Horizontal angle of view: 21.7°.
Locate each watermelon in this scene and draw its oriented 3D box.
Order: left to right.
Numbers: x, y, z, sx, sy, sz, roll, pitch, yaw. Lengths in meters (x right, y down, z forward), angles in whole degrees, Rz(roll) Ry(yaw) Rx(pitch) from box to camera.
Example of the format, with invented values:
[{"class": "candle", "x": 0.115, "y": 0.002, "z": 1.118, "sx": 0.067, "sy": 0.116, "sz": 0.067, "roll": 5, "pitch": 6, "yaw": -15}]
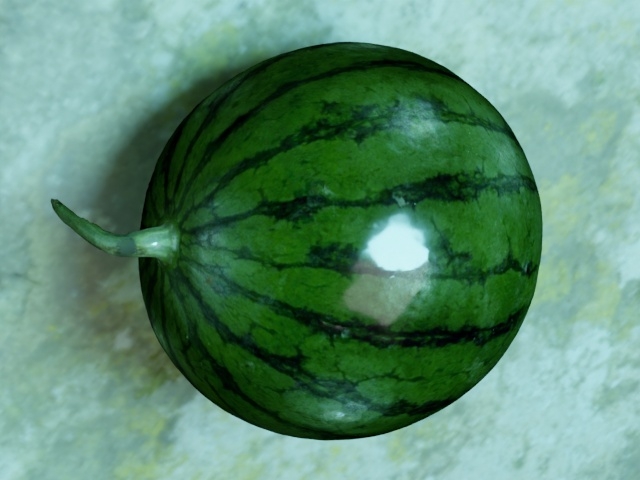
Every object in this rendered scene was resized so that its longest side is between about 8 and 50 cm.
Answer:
[{"class": "watermelon", "x": 0.000, "y": 0.000, "z": 0.779, "sx": 0.214, "sy": 0.188, "sz": 0.188, "roll": 3, "pitch": 119, "yaw": -36}]
